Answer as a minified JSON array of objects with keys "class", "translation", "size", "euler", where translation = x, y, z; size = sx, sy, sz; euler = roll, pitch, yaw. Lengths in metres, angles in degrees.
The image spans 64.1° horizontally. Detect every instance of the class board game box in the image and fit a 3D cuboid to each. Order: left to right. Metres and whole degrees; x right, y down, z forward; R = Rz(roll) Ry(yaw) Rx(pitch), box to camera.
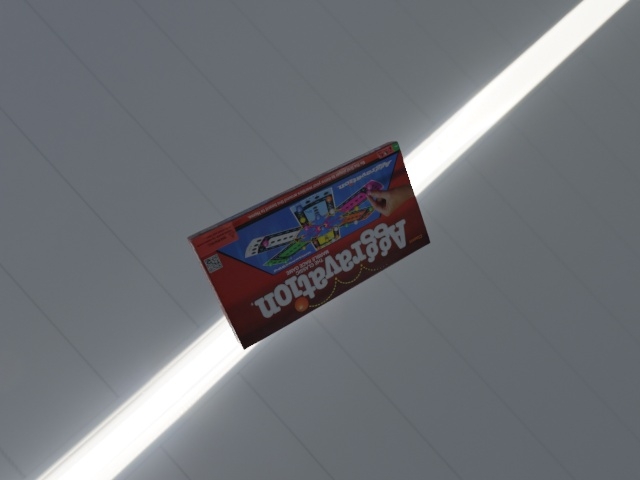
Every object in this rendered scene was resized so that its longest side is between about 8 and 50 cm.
[{"class":"board game box","translation":[0.000,0.000,0.618],"size":[0.281,0.027,0.145],"euler":[-28,-71,-20]}]
